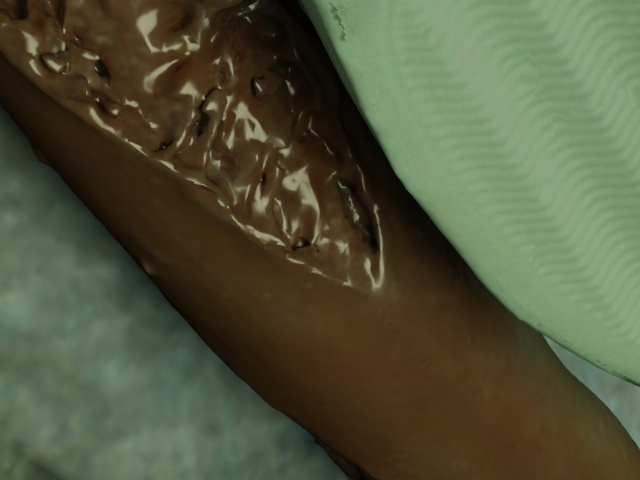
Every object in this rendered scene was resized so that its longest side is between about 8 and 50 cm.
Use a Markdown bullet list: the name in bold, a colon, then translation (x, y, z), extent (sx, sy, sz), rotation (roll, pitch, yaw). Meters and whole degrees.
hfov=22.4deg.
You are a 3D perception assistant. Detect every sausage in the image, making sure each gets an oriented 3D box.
- **sausage**: translation (0.001, 0.002, 0.414), extent (0.079, 0.087, 0.326), rotation (-27, 127, 17)

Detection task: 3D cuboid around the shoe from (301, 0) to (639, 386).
- **shoe**: translation (0.040, -0.110, 0.368), extent (0.132, 0.160, 0.363), rotation (-33, 120, 15)
